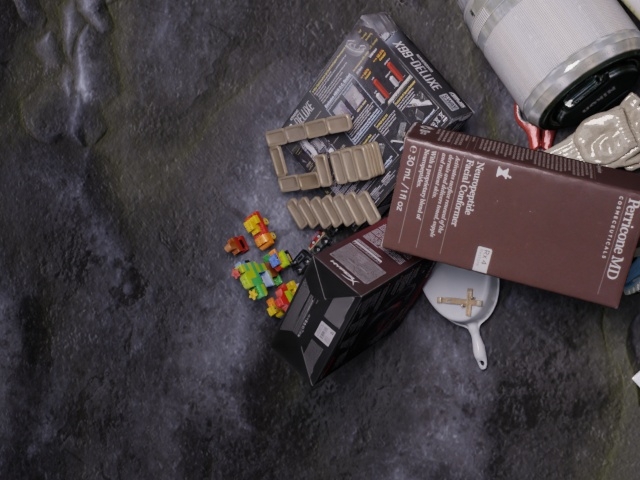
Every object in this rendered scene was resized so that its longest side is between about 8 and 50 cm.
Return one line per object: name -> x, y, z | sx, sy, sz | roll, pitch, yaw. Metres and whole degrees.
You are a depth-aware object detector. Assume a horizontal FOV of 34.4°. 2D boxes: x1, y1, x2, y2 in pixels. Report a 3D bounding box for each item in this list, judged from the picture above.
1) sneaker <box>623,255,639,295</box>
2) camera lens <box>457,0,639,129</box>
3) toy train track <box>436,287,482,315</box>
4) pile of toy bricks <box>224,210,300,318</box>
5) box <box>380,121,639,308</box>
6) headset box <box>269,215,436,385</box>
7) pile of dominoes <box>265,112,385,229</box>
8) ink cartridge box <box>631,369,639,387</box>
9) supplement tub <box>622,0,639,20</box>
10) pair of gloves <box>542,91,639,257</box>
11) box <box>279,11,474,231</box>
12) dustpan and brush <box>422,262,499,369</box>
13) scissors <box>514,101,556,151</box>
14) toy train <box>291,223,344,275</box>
sneaker -> 0.553, 0.023, 1.691 | 0.162, 0.063, 0.073 | -35, 75, 18
camera lens -> 0.374, -0.333, 1.668 | 0.219, 0.219, 0.274 | -36, 71, 18
toy train track -> 0.238, 0.105, 1.788 | 0.083, 0.014, 0.048 | 3, 87, 31
pile of toy bricks -> -0.119, 0.061, 1.922 | 0.118, 0.105, 0.212 | -35, 77, 34
box -> 0.302, -0.043, 1.622 | 0.381, 0.143, 0.191 | 13, 109, 8
headset box -> 0.074, 0.087, 1.756 | 0.110, 0.293, 0.218 | 41, 129, 19
pile of dominoes -> 0.013, -0.120, 1.838 | 0.251, 0.040, 0.196 | -5, 103, 51
ink cartridge box -> 0.575, 0.249, 1.701 | 0.063, 0.029, 0.115 | -44, 76, 16
supplement tub -> 0.590, -0.408, 1.582 | 0.235, 0.235, 0.325 | -41, 76, 17
pair of gloves -> 0.490, -0.093, 1.670 | 0.204, 0.042, 0.240 | -37, 85, 20
box -> 0.085, -0.203, 1.811 | 0.242, 0.076, 0.307 | 51, 130, 15
dustpan and brush -> 0.258, 0.123, 1.819 | 0.147, 0.060, 0.211 | -15, 78, 29
scissors -> 0.371, -0.144, 1.788 | 0.109, 0.021, 0.297 | 12, 96, 19
toy train -> 0.000, 0.000, 1.932 | 0.158, 0.027, 0.036 | -49, 63, 16
